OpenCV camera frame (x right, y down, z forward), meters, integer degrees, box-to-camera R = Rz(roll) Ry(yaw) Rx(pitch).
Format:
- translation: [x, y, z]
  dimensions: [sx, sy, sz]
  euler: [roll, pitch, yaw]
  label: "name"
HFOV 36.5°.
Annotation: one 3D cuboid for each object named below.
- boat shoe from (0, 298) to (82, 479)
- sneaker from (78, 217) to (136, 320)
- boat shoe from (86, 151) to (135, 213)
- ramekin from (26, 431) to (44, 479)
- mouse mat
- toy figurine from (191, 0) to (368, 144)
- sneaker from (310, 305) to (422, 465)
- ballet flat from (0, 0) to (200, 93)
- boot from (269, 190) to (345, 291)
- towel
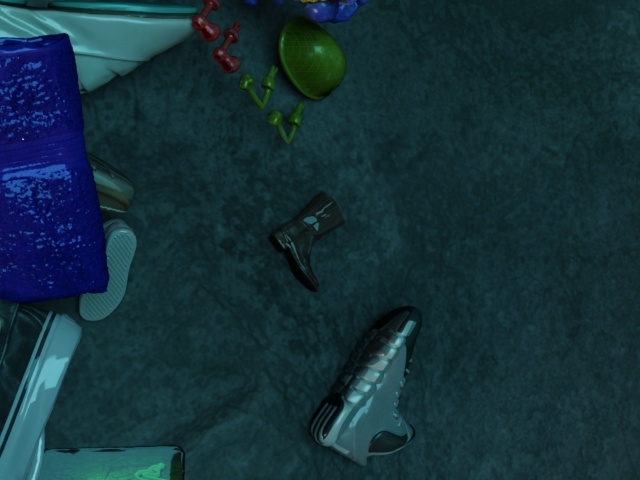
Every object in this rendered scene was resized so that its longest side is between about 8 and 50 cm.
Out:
- translation: [-0.360, 0.221, 1.008]
  dimensions: [0.119, 0.121, 0.335]
  euler: [22, 66, -11]
  label: "boat shoe"
- translation: [-0.273, 0.033, 1.237]
  dimensions: [0.051, 0.070, 0.134]
  euler: [16, 108, -29]
  label: "sneaker"
- translation: [-0.390, -0.076, 1.170]
  dimensions: [0.324, 0.123, 0.117]
  euler: [15, 102, -17]
  label: "boat shoe"
- translation: [-0.459, 0.225, 1.090]
  dimensions: [0.277, 0.135, 0.277]
  euler: [3, 83, -22]
  label: "ramekin"
- translation: [-0.265, 0.338, 1.227]
  dimensions: [0.189, 0.007, 0.153]
  euler: [3, 83, -23]
  label: "mouse mat"
- translation: [-0.016, -0.303, 1.209]
  dimensions: [0.363, 0.217, 0.191]
  euler: [54, 48, -35]
  label: "toy figurine"
- translation: [0.096, 0.211, 1.353]
  dimensions: [0.132, 0.086, 0.229]
  euler: [40, 82, -19]
  label: "sneaker"
- translation: [-0.348, -0.245, 1.202]
  dimensions: [0.400, 0.139, 0.139]
  euler: [1, 84, -18]
  label: "ballet flat"
- translation: [0.000, 0.000, 1.356]
  dimensions: [0.114, 0.037, 0.106]
  euler: [-39, 101, -26]
  label: "boot"
- translation: [-0.366, -0.066, 1.075]
  dimensions: [0.227, 0.076, 0.308]
  euler: [-9, 110, -10]
  label: "towel"
